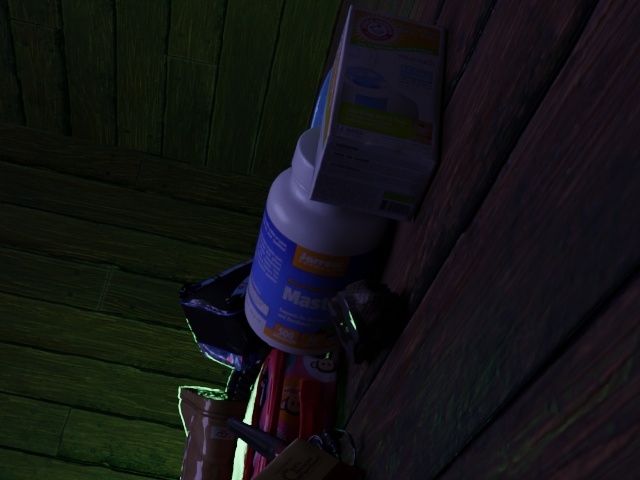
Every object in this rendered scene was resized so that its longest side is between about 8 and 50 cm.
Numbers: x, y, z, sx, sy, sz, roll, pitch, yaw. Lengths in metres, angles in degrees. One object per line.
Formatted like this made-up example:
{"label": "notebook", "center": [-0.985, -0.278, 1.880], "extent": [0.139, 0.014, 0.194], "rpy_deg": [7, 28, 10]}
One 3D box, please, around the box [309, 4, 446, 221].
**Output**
{"label": "box", "center": [0.062, -0.137, 0.998], "extent": [0.103, 0.114, 0.203], "rpy_deg": [109, 173, -52]}

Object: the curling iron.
{"label": "curling iron", "center": [-0.038, 0.237, 1.097], "extent": [0.274, 0.035, 0.068], "rpy_deg": [-2, 82, 59]}

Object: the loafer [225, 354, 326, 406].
{"label": "loafer", "center": [-0.037, 0.172, 1.510], "extent": [0.130, 0.134, 0.366], "rpy_deg": [-24, -39, -63]}

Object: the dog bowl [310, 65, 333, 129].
{"label": "dog bowl", "center": [0.026, -0.129, 1.413], "extent": [0.166, 0.074, 0.297], "rpy_deg": [-51, -23, -65]}

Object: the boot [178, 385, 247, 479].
{"label": "boot", "center": [-0.173, 0.343, 1.303], "extent": [0.236, 0.089, 0.270], "rpy_deg": [160, 120, -79]}

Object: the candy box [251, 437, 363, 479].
{"label": "candy box", "center": [-0.070, 0.378, 0.948], "extent": [0.183, 0.087, 0.316], "rpy_deg": [-28, -41, -60]}

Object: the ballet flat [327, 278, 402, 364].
{"label": "ballet flat", "center": [0.047, 0.083, 1.027], "extent": [0.250, 0.058, 0.084], "rpy_deg": [99, 147, -77]}

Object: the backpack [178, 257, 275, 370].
{"label": "backpack", "center": [-0.091, 0.091, 1.356], "extent": [0.158, 0.173, 0.117], "rpy_deg": [8, 121, 50]}

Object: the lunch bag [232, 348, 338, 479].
{"label": "lunch bag", "center": [-0.047, 0.298, 1.249], "extent": [0.258, 0.120, 0.293], "rpy_deg": [119, 161, -62]}

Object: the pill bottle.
{"label": "pill bottle", "center": [0.000, 0.000, 1.163], "extent": [0.152, 0.152, 0.272], "rpy_deg": [-84, 7, -50]}
